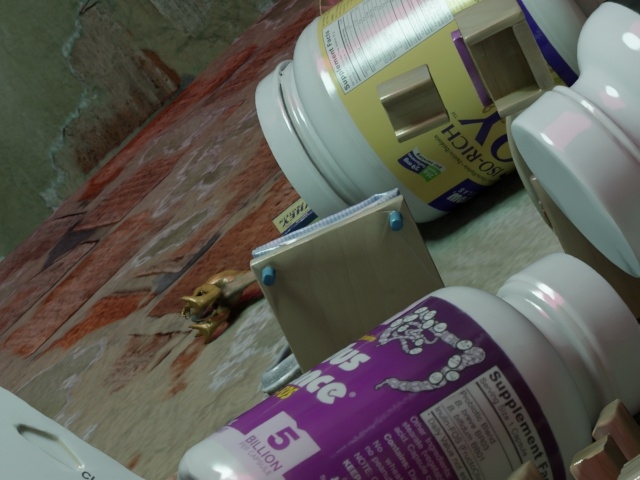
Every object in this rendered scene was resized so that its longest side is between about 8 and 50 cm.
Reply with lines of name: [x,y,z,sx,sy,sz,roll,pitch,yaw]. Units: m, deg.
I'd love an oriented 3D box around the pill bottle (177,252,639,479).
pill bottle: [0.070,0.134,1.233,0.301,0.169,0.169,-32,12,-19]

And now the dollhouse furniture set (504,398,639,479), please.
dollhouse furniture set: [0.279,0.139,0.819,0.362,0.256,0.394,-35,-5,11]

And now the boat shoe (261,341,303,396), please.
boat shoe: [0.016,0.077,1.679,0.118,0.103,0.320,-32,17,26]

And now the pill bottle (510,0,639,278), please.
pill bottle: [0.302,-0.132,1.281,0.334,0.188,0.188,-40,15,-4]

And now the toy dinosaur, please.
toy dinosaur: [-0.103,0.052,2.104,0.211,0.064,0.112,-22,22,46]

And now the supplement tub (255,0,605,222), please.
supplement tub: [0.125,-0.167,1.859,0.331,0.241,0.241,-34,16,21]

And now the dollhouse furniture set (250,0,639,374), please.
dollhouse furniture set: [0.069,-0.015,1.474,0.303,0.286,0.198,-25,17,7]

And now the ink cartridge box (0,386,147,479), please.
ink cartridge box: [-0.275,0.266,1.464,0.273,0.197,0.114,-57,-1,29]

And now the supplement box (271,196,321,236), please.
supplement box: [0.000,0.000,1.972,0.056,0.083,0.083,-39,15,0]

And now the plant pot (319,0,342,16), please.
plant pot: [0.149,-0.253,2.177,0.230,0.215,0.215,-16,24,22]
